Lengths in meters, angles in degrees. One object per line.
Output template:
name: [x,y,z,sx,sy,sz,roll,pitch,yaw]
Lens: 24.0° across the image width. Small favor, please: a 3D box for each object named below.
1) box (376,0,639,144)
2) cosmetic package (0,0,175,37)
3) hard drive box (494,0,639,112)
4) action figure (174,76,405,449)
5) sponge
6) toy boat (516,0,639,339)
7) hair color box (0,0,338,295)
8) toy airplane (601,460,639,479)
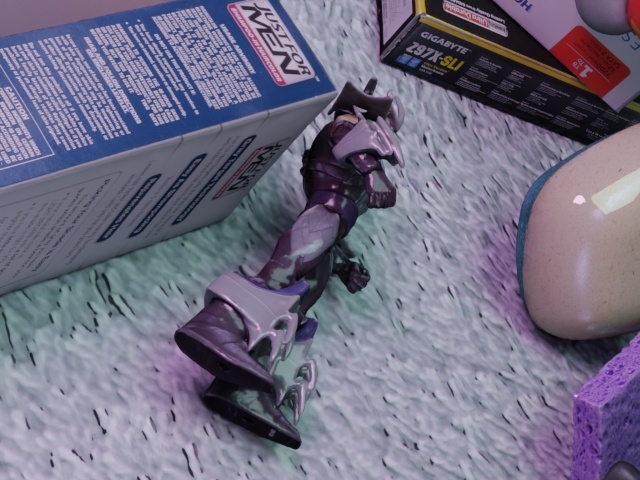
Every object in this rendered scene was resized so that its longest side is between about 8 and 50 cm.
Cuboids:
box: [0.202,-0.240,1.478,0.322,0.079,0.257,19,49,-26]
cosmetic package: [-0.247,-0.261,1.096,0.365,0.155,0.197,18,51,-28]
hard drive box: [0.286,-0.254,1.331,0.181,0.232,0.089,40,46,-6]
action figure: [0.000,0.000,1.104,0.099,0.185,0.285,21,61,12]
sponge: [0.272,0.124,1.238,0.031,0.117,0.210,22,42,36]
toy boat: [0.273,-0.079,1.297,0.267,0.318,0.148,-14,27,-31]
hair color box: [-0.170,-0.056,0.999,0.347,0.174,0.105,-20,73,-44]
toy airplane: [0.118,0.337,0.921,0.384,0.272,0.386,-7,69,2]
